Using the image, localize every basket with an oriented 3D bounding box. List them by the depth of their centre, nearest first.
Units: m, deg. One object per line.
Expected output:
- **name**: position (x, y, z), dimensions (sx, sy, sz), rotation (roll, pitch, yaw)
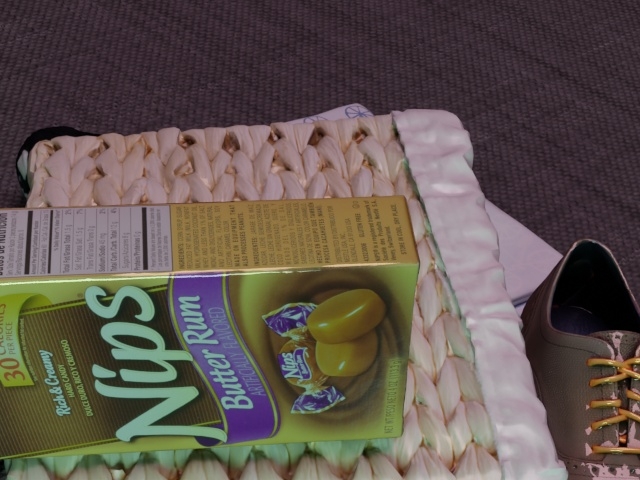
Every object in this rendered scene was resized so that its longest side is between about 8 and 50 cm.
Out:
- **basket**: position (-0.040, 0.136, 0.903), dimensions (0.267, 0.328, 0.331), rotation (1, 38, -7)

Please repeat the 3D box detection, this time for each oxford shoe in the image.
- **oxford shoe**: position (0.194, 0.140, 1.110), dimensions (0.130, 0.132, 0.363), rotation (4, 36, -7)

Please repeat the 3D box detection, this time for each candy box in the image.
- **candy box**: position (-0.055, 0.039, 0.682), dimensions (0.187, 0.109, 0.053), rotation (-2, 41, -5)

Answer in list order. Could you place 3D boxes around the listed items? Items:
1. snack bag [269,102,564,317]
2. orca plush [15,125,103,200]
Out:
- **snack bag**: position (0.000, 0.000, 1.345), dimensions (0.343, 0.037, 0.323), rotation (-19, 44, -33)
- **orca plush**: position (-0.170, -0.025, 1.255), dimensions (0.151, 0.102, 0.287), rotation (-23, 47, -10)
